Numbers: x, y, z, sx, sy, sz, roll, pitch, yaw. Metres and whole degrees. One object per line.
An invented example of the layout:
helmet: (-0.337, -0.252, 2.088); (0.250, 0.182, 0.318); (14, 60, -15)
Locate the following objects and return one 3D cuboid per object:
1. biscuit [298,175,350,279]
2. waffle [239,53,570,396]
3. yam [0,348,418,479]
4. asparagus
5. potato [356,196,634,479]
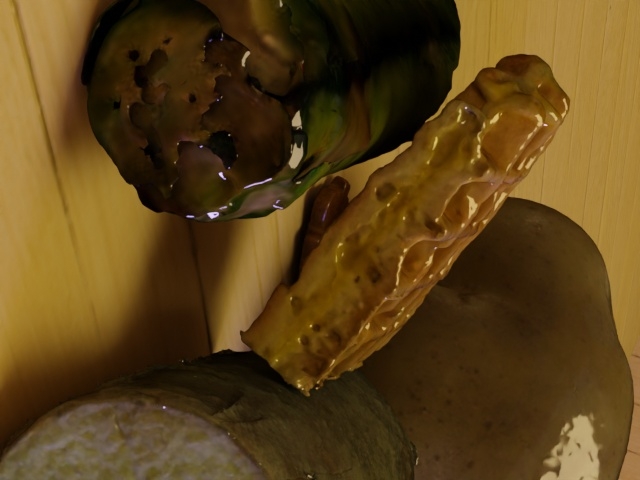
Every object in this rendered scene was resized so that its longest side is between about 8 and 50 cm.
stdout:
biscuit: (0.000, 0.000, 1.237); (0.082, 0.016, 0.092); (19, 90, -79)
waffle: (0.058, -0.015, 0.998); (0.211, 0.055, 0.160); (-50, 171, 10)
yam: (-0.053, 0.144, 0.974); (0.304, 0.168, 0.168); (-7, 114, -74)
asparagus: (0.001, -0.094, 0.967); (0.108, 0.128, 0.382); (-34, 177, 21)
potato: (0.082, 0.131, 1.234); (0.221, 0.243, 0.326); (105, 8, -68)
